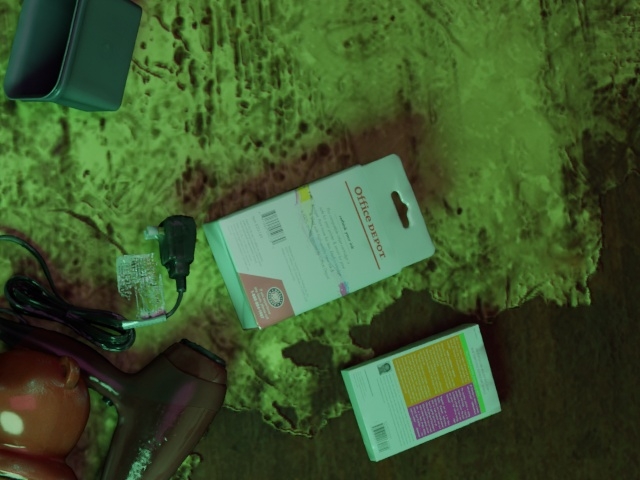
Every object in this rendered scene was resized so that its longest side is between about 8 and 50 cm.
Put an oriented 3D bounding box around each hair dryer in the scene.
[{"bbox_3d":[-0.200,0.128,1.669,0.224,0.080,0.293,-10,84,-2],"label":"hair dryer"}]

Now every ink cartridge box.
[{"bbox_3d":[0.000,0.000,1.736,0.198,0.067,0.115,-21,93,-18],"label":"ink cartridge box"}]

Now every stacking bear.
[{"bbox_3d":[-0.284,0.236,1.563,0.164,0.175,0.289,18,82,-31],"label":"stacking bear"}]

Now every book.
[{"bbox_3d":[0.103,0.151,1.777,0.144,0.035,0.096,-19,95,-19],"label":"book"}]

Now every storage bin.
[{"bbox_3d":[-0.231,-0.183,1.668,0.091,0.098,0.135,22,77,-44],"label":"storage bin"}]
